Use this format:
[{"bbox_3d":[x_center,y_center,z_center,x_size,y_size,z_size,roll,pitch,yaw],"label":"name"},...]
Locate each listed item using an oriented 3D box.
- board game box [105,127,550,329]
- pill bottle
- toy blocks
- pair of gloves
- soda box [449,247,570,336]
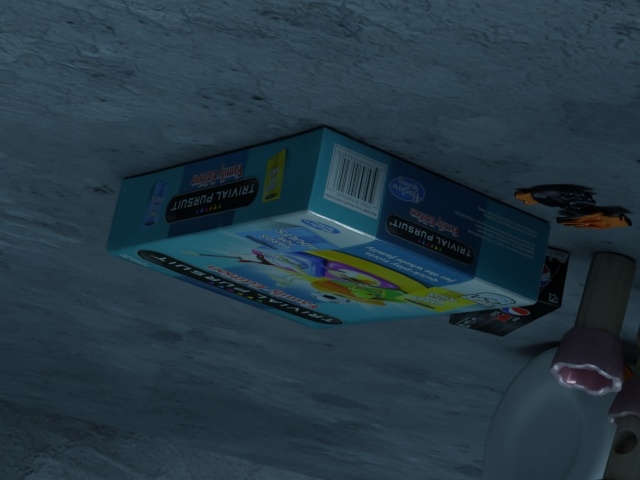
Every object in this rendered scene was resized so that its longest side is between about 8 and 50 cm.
[{"bbox_3d":[0.000,0.000,1.794,0.253,0.079,0.336,22,162,-31],"label":"board game box"},{"bbox_3d":[0.396,0.273,2.199,0.392,0.224,0.224,20,163,-28],"label":"pill bottle"},{"bbox_3d":[0.385,0.191,1.770,0.288,0.260,0.309,-1,151,37],"label":"toy blocks"},{"bbox_3d":[0.213,-0.028,1.664,0.074,0.010,0.083,-2,157,45],"label":"pair of gloves"},{"bbox_3d":[0.178,0.047,1.875,0.060,0.053,0.169,14,165,-11],"label":"soda box"}]
